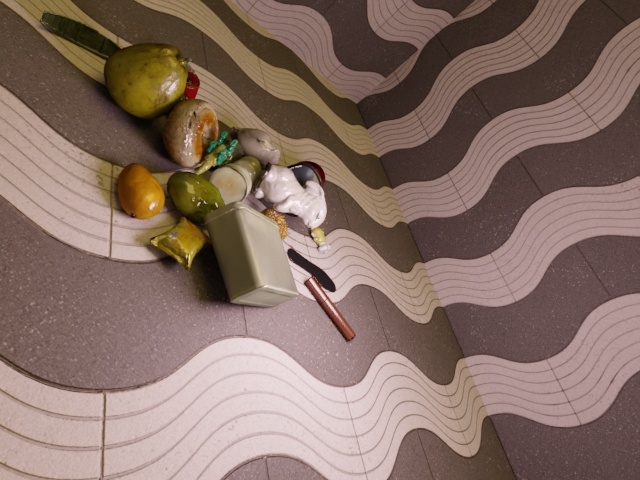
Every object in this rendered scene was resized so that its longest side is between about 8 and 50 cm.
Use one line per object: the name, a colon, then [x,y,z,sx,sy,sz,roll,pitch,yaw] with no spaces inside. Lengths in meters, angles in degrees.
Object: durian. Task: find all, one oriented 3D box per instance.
durian: [-0.220,-0.061,1.847,0.158,0.137,0.168,29,47,-33]

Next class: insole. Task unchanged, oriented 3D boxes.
insole: [-0.039,0.153,2.022,0.348,0.009,0.119,39,31,-27]

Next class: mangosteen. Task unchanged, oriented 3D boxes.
mangosteen: [-0.078,-0.322,2.277,0.215,0.215,0.257,12,78,-51]

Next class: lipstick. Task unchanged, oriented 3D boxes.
lipstick: [0.048,0.328,1.921,0.356,0.057,0.057,54,29,-3]

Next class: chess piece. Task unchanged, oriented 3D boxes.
chess piece: [-0.370,-0.299,1.847,0.182,0.182,0.330,47,25,-14]

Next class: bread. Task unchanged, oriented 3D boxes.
bread: [-0.542,-0.447,1.662,0.159,0.305,0.305,17,33,5]

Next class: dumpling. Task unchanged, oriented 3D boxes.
dumpling: [-0.331,-0.468,2.043,0.175,0.227,0.243,-24,68,-16]

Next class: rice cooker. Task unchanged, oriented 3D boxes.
rice cooker: [-0.112,-0.258,2.066,0.267,0.267,0.224,57,-11,4]

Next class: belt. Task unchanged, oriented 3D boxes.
belt: [-0.670,-0.760,1.919,0.128,0.124,0.201,-28,79,-41]

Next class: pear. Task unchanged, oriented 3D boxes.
pear: [-0.664,-0.637,1.576,0.287,0.375,0.287,-18,90,-72]

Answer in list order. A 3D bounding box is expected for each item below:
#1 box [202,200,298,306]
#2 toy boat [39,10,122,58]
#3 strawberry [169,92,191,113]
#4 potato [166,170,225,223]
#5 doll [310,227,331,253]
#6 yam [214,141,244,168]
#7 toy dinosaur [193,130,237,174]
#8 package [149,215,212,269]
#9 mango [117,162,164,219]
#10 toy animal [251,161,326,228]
box: [-0.254,0.067,1.548,0.344,0.177,0.352,68,13,19]
toy boat: [-0.950,-0.822,1.603,0.293,0.093,0.055,15,30,-49]
strawberry: [-0.644,-0.616,1.827,0.131,0.131,0.148,39,-10,-27]
potato: [-0.484,-0.161,1.555,0.253,0.148,0.186,45,43,-32]
doll: [0.000,0.000,2.182,0.106,0.062,0.162,-5,64,-52]
yam: [-0.450,-0.399,1.888,0.107,0.107,0.183,50,31,-10]
toy dinosaur: [-0.441,-0.352,1.672,0.094,0.153,0.259,38,46,-1]
package: [-0.486,0.001,1.430,0.168,0.090,0.226,39,26,-9]
mango: [-0.626,-0.175,1.397,0.147,0.109,0.227,-5,62,-30]
toy animal: [-0.124,-0.213,1.865,0.357,0.194,0.258,29,49,-13]
